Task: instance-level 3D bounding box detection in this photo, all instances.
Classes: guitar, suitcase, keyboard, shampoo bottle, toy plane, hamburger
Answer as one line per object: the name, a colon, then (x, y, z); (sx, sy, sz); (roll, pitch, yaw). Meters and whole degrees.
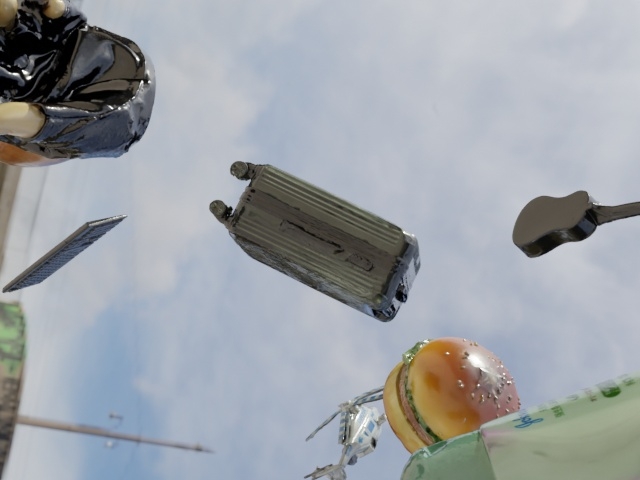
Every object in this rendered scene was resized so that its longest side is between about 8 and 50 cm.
guitar: (0.354, -0.035, 1.357); (0.271, 0.038, 0.084); (-13, -135, 46)
suitcase: (0.000, 0.000, 1.659); (0.128, 0.312, 0.202); (-61, 167, -9)
keyboard: (-0.319, 0.018, 1.359); (0.202, 0.067, 0.011); (-32, -99, 38)
shampoo bottle: (0.260, 0.270, 1.284); (0.222, 0.349, 0.151); (-45, 114, -83)
toy plane: (0.066, 0.355, 1.943); (0.182, 0.107, 0.273); (-33, -169, 5)
hamburger: (0.237, 0.268, 1.895); (0.170, 0.246, 0.246); (-45, -140, 41)

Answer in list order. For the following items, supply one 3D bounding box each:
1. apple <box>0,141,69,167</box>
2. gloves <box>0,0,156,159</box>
apple: (-0.383, -0.198, 1.431); (0.234, 0.173, 0.210); (-24, -106, 32)
gloves: (-0.236, -0.139, 0.912); (0.124, 0.203, 0.164); (-43, -135, 38)
